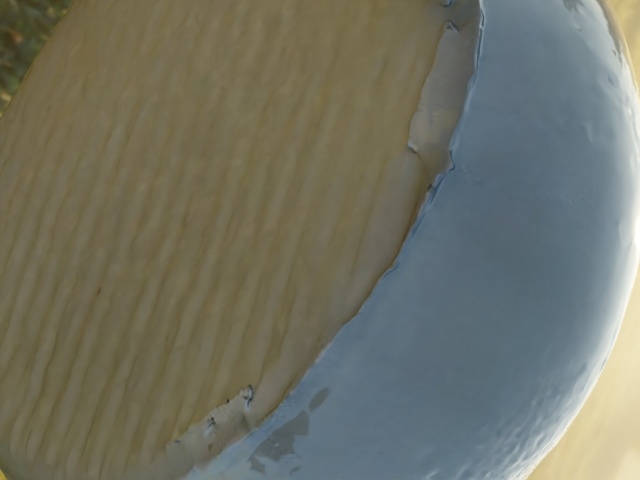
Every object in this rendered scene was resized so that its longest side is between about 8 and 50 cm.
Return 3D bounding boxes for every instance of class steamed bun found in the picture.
[{"bbox_3d":[0.000,0.000,0.723,0.241,0.374,0.374,34,79,-40],"label":"steamed bun"}]
